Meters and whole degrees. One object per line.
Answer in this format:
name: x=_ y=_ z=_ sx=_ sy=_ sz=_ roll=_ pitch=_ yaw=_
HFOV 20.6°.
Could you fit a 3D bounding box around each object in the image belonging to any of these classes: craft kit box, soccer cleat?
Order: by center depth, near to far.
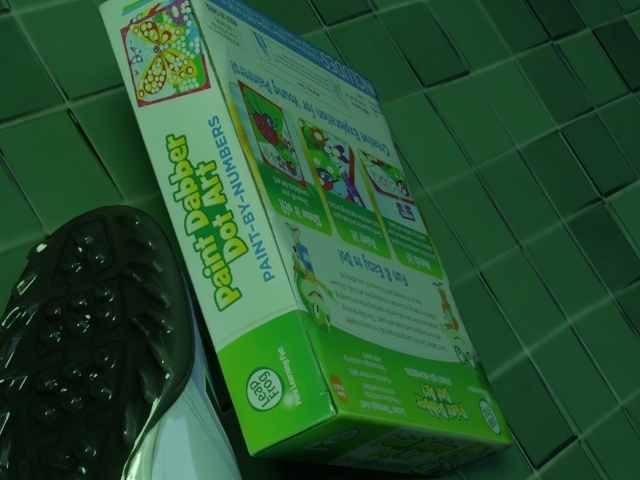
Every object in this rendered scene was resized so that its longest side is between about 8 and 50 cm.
soccer cleat: x=-0.076 y=0.133 z=0.810 sx=0.116 sy=0.108 sz=0.318 roll=42 pitch=29 yaw=-54
craft kit box: x=0.000 y=0.000 z=0.942 sx=0.250 sy=0.061 sz=0.247 roll=22 pitch=42 yaw=-63
